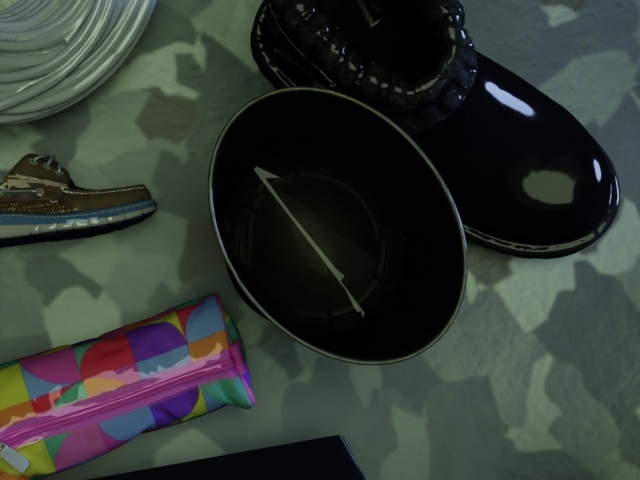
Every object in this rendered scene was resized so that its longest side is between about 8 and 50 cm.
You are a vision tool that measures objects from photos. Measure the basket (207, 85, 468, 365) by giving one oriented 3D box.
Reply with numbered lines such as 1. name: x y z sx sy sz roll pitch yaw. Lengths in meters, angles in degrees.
1. basket: 0.000 0.000 1.192 0.154 0.227 0.204 -38 90 -8

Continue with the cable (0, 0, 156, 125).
1. cable: -0.244 -0.214 1.216 0.257 0.089 0.257 -12 107 -27

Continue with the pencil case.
1. pencil case: -0.168 0.119 1.225 0.236 0.104 0.104 -21 87 -10

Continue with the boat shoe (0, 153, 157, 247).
1. boat shoe: -0.219 -0.033 1.250 0.183 0.066 0.066 -7 84 -8

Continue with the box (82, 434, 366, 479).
1. box: -0.092 0.263 1.191 0.261 0.103 0.184 -9 104 -8

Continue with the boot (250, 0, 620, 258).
1. boot: 0.094 -0.111 1.199 0.348 0.260 0.131 30 80 -3
